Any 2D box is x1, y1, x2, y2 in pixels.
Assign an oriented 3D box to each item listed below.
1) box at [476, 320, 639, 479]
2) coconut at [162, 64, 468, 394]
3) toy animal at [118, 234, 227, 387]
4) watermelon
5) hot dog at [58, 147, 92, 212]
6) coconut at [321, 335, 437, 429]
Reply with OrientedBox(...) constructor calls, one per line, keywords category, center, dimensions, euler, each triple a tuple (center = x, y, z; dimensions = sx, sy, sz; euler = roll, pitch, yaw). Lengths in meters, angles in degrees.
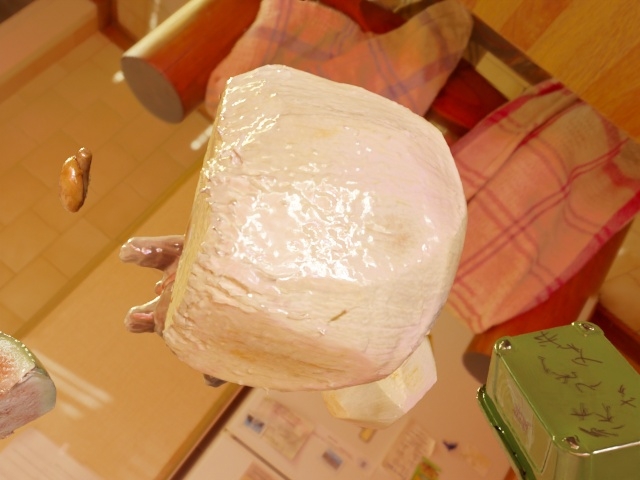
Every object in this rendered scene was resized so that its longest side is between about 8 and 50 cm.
OrientedBox(category="box", center=(0.441, 0.296, 1.093), dimensions=(0.328, 0.253, 0.177), euler=(-111, 14, -55))
OrientedBox(category="coconut", center=(0.000, 0.000, 0.608), dimensions=(0.255, 0.297, 0.297), euler=(15, 156, -12))
OrientedBox(category="toy animal", center=(-0.150, 0.148, 0.977), dimensions=(0.188, 0.266, 0.307), euler=(33, 124, 41))
OrientedBox(category="watermelon", center=(-0.644, 0.287, 1.201), dimensions=(0.310, 0.231, 0.193), euler=(3, 159, 12))
OrientedBox(category="hot dog", center=(-0.509, -0.126, 1.328), dimensions=(0.060, 0.140, 0.090), euler=(5, -169, -12))
OrientedBox(category="coconut", center=(0.080, 0.215, 1.103), dimensions=(0.197, 0.236, 0.236), euler=(-4, 131, 44))
